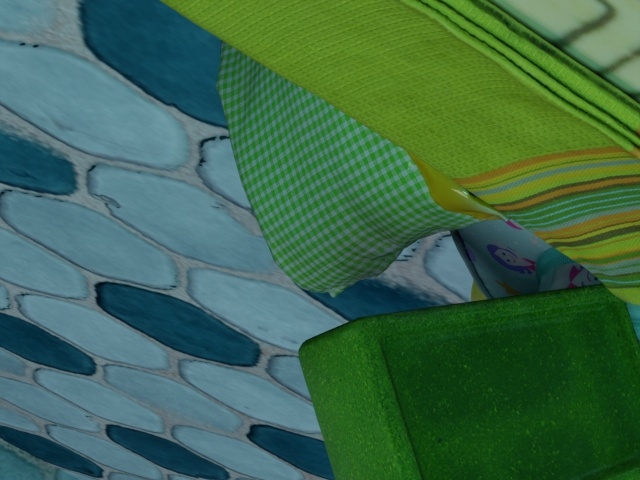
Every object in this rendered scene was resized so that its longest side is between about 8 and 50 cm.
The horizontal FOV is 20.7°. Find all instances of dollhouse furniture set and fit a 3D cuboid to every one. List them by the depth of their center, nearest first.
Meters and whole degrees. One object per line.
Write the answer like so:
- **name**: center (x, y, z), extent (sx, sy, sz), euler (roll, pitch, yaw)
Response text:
- **dollhouse furniture set**: center (0.000, 0.000, 0.788), extent (0.151, 0.301, 0.197), euler (-9, 167, -38)

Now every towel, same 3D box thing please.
- **towel**: center (0.046, -0.040, 0.554), extent (0.237, 0.021, 0.102), euler (30, 158, -23)

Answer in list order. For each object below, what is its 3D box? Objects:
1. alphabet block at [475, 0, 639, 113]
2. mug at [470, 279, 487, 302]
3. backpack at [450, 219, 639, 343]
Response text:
- **alphabet block**: center (0.152, -0.107, 0.581), extent (0.197, 0.192, 0.193), euler (27, 158, -18)
- **mug**: center (0.139, 0.040, 1.172), extent (0.064, 0.062, 0.078), euler (-2, 157, 33)
- **backpack**: center (0.189, 0.007, 0.862), extent (0.253, 0.191, 0.225), euler (18, 162, 25)
